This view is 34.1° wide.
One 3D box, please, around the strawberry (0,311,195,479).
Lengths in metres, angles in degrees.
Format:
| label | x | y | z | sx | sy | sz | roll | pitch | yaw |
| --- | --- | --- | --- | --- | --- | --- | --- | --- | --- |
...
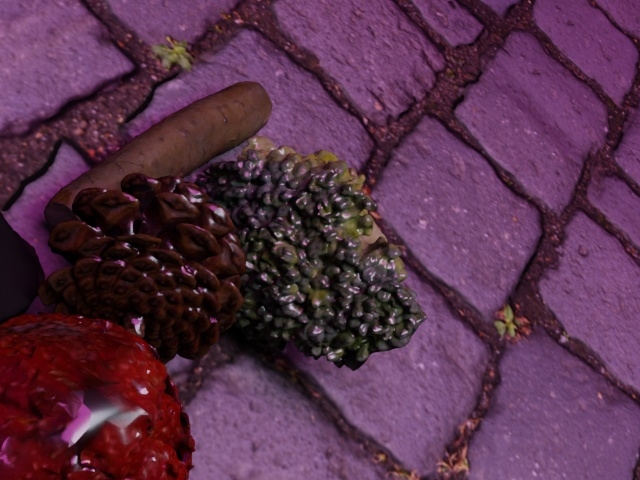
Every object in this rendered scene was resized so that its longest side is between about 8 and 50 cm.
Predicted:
| label | x | y | z | sx | sy | sz | roll | pitch | yaw |
| --- | --- | --- | --- | --- | --- | --- | --- | --- | --- |
| strawberry | -0.209 | 0.168 | 0.860 | 0.274 | 0.220 | 0.274 | 32 | 35 | -26 |

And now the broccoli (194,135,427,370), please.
| label | x | y | z | sx | sy | sz | roll | pitch | yaw |
| --- | --- | --- | --- | --- | --- | --- | --- | --- | --- |
| broccoli | 0.000 | 0.000 | 1.173 | 0.288 | 0.248 | 0.246 | 56 | 37 | 2 |

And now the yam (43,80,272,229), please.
| label | x | y | z | sx | sy | sz | roll | pitch | yaw |
| --- | --- | --- | --- | --- | --- | --- | --- | --- | --- |
| yam | -0.179 | -0.100 | 1.219 | 0.083 | 0.083 | 0.371 | 48 | 40 | 1 |

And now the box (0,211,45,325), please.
| label | x | y | z | sx | sy | sz | roll | pitch | yaw |
| --- | --- | --- | --- | --- | --- | --- | --- | --- | --- |
| box | -0.462 | -0.017 | 0.911 | 0.350 | 0.091 | 0.359 | 53 | 41 | 5 |

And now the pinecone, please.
| label | x | y | z | sx | sy | sz | roll | pitch | yaw |
| --- | --- | --- | --- | --- | --- | --- | --- | --- | --- |
| pinecone | -0.170 | 0.020 | 1.028 | 0.208 | 0.208 | 0.207 | 22 | 47 | -26 |
